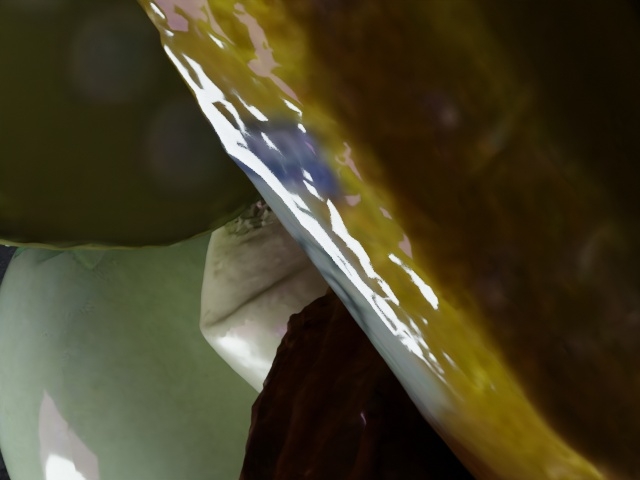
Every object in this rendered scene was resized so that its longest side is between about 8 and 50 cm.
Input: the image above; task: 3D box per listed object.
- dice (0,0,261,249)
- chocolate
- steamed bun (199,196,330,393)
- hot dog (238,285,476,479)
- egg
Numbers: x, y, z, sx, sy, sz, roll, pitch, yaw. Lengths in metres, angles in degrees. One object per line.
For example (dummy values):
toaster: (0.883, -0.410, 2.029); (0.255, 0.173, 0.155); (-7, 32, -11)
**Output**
dice: (-0.151, -0.139, 1.155); (0.227, 0.238, 0.233); (-134, 50, -59)
chocolate: (0.095, 0.018, 0.712); (0.445, 0.162, 0.162); (56, 175, -17)
steamed bun: (0.056, 0.039, 1.207); (0.225, 0.170, 0.200); (44, -148, -21)
hot dog: (0.105, 0.183, 0.882); (0.387, 0.174, 0.267); (44, -137, -18)
egg: (-0.091, 0.135, 1.437); (0.278, 0.278, 0.336); (-149, 45, -77)
